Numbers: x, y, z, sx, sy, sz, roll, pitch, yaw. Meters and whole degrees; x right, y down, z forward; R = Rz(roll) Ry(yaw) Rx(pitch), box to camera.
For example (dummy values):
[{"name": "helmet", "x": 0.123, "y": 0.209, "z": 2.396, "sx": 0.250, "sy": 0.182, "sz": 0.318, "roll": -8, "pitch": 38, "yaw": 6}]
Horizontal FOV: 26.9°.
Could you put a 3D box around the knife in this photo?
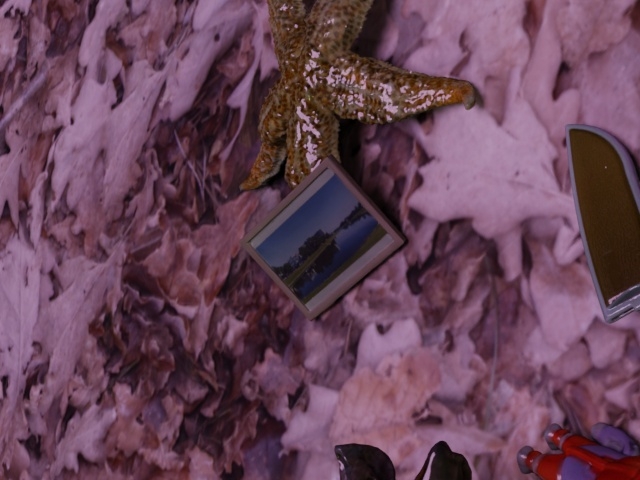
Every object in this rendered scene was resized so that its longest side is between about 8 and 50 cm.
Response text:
[{"name": "knife", "x": 0.234, "y": 0.037, "z": 1.001, "sx": 0.061, "sy": 0.027, "sz": 0.343, "roll": -32, "pitch": 49, "yaw": 29}]

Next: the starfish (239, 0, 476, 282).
[{"name": "starfish", "x": -0.009, "y": -0.163, "z": 1.337, "sx": 0.347, "sy": 0.078, "sz": 0.358, "roll": -57, "pitch": 47, "yaw": 32}]

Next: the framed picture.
[{"name": "framed picture", "x": 0.000, "y": 0.000, "z": 1.290, "sx": 0.109, "sy": 0.011, "sz": 0.149, "roll": 47, "pitch": 127, "yaw": 0}]

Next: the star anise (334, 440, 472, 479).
[{"name": "star anise", "x": 0.102, "y": 0.270, "z": 1.040, "sx": 0.283, "sy": 0.129, "sz": 0.212, "roll": 47, "pitch": 145, "yaw": 8}]

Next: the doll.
[{"name": "doll", "x": 0.231, "y": 0.191, "z": 0.961, "sx": 0.227, "sy": 0.102, "sz": 0.075, "roll": 25, "pitch": 145, "yaw": 51}]
